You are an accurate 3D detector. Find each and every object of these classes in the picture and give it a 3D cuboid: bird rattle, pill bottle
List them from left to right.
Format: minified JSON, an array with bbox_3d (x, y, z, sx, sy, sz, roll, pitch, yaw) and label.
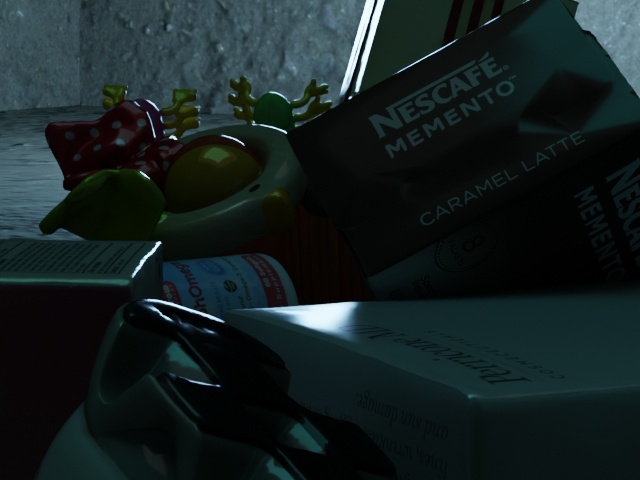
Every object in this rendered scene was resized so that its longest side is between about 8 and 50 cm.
[{"bbox_3d":[-0.101,0.057,1.284,0.160,0.087,0.087,-6,10,-35],"label":"pill bottle"},{"bbox_3d":[-0.108,-0.029,1.466,0.207,0.143,0.253,-13,20,6],"label":"bird rattle"}]

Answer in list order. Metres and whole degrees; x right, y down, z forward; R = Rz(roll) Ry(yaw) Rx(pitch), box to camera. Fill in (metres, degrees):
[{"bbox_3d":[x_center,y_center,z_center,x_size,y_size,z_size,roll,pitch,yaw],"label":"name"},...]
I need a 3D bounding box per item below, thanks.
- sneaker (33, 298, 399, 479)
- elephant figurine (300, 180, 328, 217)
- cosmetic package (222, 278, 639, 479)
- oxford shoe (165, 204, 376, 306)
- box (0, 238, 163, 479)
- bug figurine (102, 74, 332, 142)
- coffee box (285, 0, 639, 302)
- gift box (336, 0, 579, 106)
[{"bbox_3d":[0.007,0.163,0.510,0.122,0.146,0.330,25,13,-41],"label":"sneaker"},{"bbox_3d":[0.111,0.019,1.401,0.239,0.186,0.169,-25,-46,36],"label":"elephant figurine"},{"bbox_3d":[0.173,0.099,0.744,0.385,0.156,0.217,-2,6,-26],"label":"cosmetic package"},{"bbox_3d":[0.000,0.000,1.584,0.364,0.130,0.133,4,3,25],"label":"oxford shoe"},{"bbox_3d":[-0.207,0.069,1.046,0.232,0.126,0.148,1,8,2],"label":"box"},{"bbox_3d":[-0.092,-0.049,1.704,0.279,0.216,0.072,0,42,9],"label":"bug figurine"},{"bbox_3d":[0.100,0.019,0.893,0.141,0.246,0.098,-29,50,1],"label":"coffee box"},{"bbox_3d":[0.159,-0.161,2.179,0.276,0.258,0.255,17,-8,0],"label":"gift box"}]
